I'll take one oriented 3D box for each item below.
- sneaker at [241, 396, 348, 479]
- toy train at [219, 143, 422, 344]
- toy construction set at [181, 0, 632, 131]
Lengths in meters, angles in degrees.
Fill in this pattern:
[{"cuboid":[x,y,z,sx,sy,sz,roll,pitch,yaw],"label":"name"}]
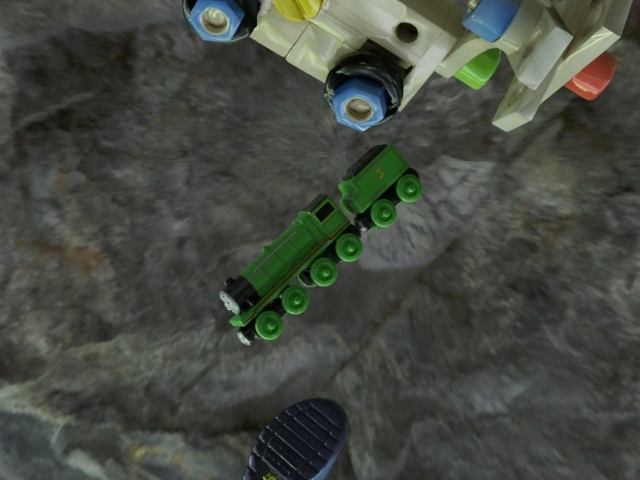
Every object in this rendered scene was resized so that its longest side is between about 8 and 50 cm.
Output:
[{"cuboid":[-0.020,0.165,0.964,0.053,0.059,0.144,44,-65,26],"label":"sneaker"},{"cuboid":[0.000,0.000,0.446,0.083,0.017,0.024,-44,-77,-18],"label":"toy train"},{"cuboid":[0.020,-0.178,0.780,0.327,0.151,0.215,40,-49,-1],"label":"toy construction set"}]
